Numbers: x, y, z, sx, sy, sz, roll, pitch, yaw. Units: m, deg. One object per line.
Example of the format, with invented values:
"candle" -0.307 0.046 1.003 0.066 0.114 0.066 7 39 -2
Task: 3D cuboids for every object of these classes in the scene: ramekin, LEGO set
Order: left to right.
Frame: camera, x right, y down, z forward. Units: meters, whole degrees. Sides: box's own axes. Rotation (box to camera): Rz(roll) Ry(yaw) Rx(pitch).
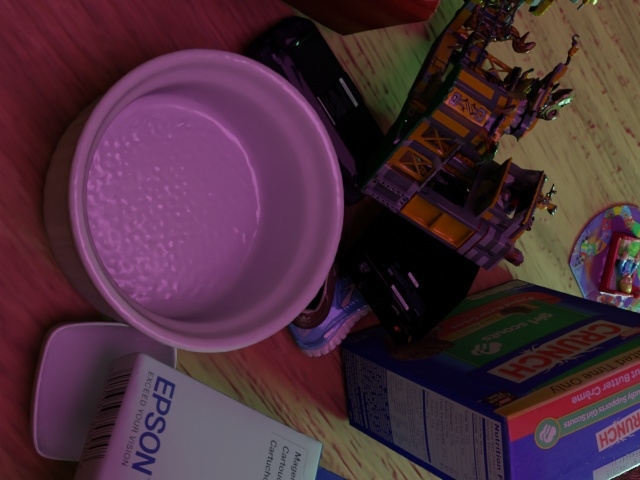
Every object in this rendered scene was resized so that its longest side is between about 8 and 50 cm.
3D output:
"ramekin" -0.128 -0.035 1.145 0.277 0.135 0.277 1 88 -32
"LEGO set" 0.200 -0.131 1.228 0.192 0.255 0.331 32 44 -7

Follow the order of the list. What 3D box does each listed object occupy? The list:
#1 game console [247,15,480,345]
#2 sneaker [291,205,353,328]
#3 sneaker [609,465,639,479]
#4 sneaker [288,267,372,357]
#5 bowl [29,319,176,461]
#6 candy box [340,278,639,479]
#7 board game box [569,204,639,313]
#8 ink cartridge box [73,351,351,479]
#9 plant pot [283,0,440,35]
"game console" 0.054 -0.078 1.283 0.361 0.044 0.213 57 42 -13
"sneaker" 0.000 0.000 1.263 0.066 0.071 0.189 5 84 -1
"sneaker" 0.350 0.269 1.539 0.099 0.153 0.282 -29 83 -19
"sneaker" 0.026 0.051 1.318 0.162 0.063 0.073 -47 115 -14
"bowl" -0.222 0.146 1.199 0.142 0.053 0.142 7 97 -31
"candy box" 0.213 0.155 1.296 0.268 0.317 0.122 -17 108 -26
"board game box" 0.396 0.039 1.544 0.133 0.033 0.169 -37 116 -18
"ink cartridge box" -0.099 0.320 1.152 0.330 0.071 0.324 30 56 -28
"plant pot" -0.003 -0.366 1.119 0.235 0.267 0.267 19 90 -18
